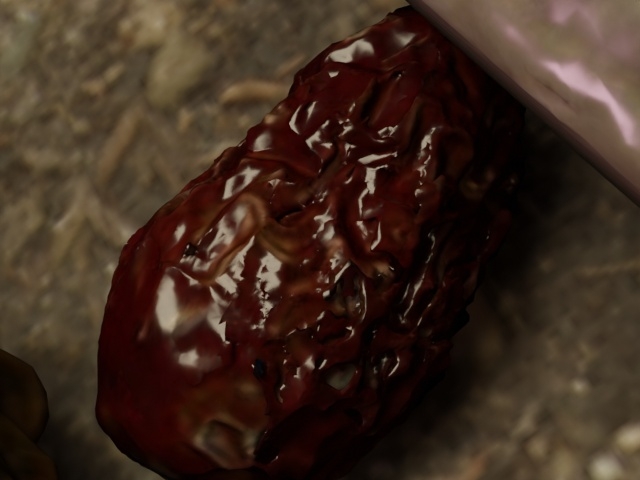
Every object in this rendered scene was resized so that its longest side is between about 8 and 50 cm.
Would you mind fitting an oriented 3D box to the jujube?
[{"bbox_3d":[0.002,0.001,0.561,0.104,0.104,0.166,27,80,36],"label":"jujube"}]

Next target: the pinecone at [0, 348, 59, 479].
[{"bbox_3d":[-0.254,0.117,0.467,0.397,0.398,0.398,-13,59,23],"label":"pinecone"}]

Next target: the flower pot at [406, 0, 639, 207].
[{"bbox_3d":[0.172,-0.138,0.435,0.330,0.293,0.293,-47,52,7],"label":"flower pot"}]
